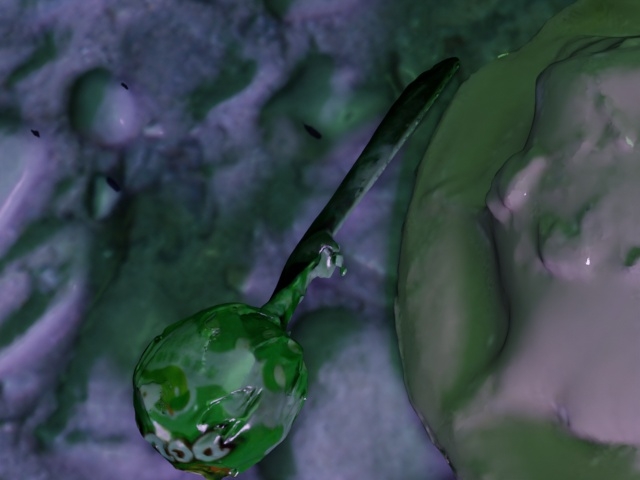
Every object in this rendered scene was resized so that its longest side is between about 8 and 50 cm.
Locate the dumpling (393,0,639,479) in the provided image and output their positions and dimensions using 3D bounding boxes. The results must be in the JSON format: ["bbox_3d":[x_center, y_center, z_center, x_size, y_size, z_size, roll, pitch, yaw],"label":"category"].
[{"bbox_3d":[0.189,-0.008,0.971,0.315,0.233,0.395,24,81,41],"label":"dumpling"}]

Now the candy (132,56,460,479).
[{"bbox_3d":[0.002,0.000,1.004,0.097,0.097,0.323,30,63,9],"label":"candy"}]
